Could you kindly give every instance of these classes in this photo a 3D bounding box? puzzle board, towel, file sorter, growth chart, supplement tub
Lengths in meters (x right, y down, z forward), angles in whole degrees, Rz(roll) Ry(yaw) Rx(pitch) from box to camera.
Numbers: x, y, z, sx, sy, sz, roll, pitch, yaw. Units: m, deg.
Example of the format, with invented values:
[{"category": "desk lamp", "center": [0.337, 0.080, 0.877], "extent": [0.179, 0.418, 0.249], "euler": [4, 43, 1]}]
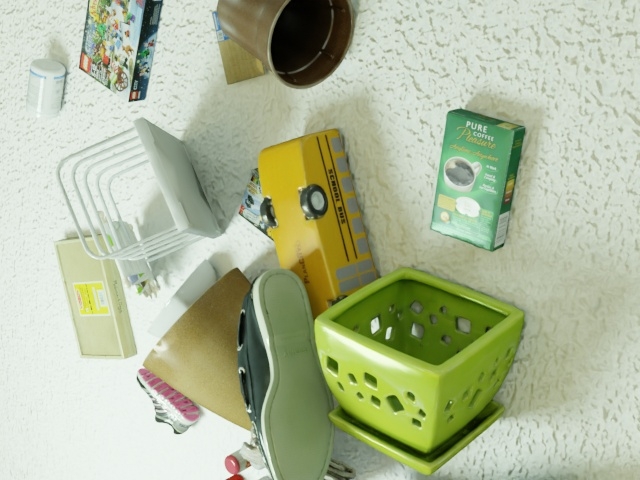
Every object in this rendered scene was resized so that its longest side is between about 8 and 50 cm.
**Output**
[{"category": "puzzle board", "center": [-0.138, -0.336, 1.695], "extent": [0.096, 0.011, 0.128], "euler": [-6, 98, 44]}, {"category": "towel", "center": [-0.040, 0.373, 1.656], "extent": [0.187, 0.049, 0.282], "euler": [24, 164, 4]}, {"category": "file sorter", "center": [-0.307, -0.070, 1.718], "extent": [0.173, 0.278, 0.193], "euler": [-23, 86, 4]}, {"category": "growth chart", "center": [-0.359, 0.033, 1.895], "extent": [0.021, 0.237, 0.172], "euler": [-21, 85, 1]}, {"category": "supplement tub", "center": [-0.564, -0.311, 2.048], "extent": [0.071, 0.071, 0.107], "euler": [35, 123, 29]}]

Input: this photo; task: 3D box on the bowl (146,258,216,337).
[{"category": "bowl", "center": [-0.249, 0.116, 1.859], "extent": [0.053, 0.142, 0.142], "euler": [38, 131, -3]}]

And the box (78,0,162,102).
[{"category": "box", "center": [-0.374, -0.397, 1.867], "extent": [0.159, 0.044, 0.233], "euler": [34, 123, 30]}]

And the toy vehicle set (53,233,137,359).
[{"category": "toy vehicle set", "center": [-0.481, 0.122, 2.131], "extent": [0.166, 0.035, 0.267], "euler": [-4, 100, 43]}]

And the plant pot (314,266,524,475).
[{"category": "plant pot", "center": [0.143, 0.195, 1.465], "extent": [0.227, 0.228, 0.207], "euler": [21, 123, 36]}]

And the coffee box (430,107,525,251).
[{"category": "coffee box", "center": [0.222, -0.087, 1.424], "extent": [0.113, 0.040, 0.184], "euler": [21, 117, 36]}]

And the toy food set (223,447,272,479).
[{"category": "toy food set", "center": [-0.159, 0.494, 1.906], "extent": [0.111, 0.104, 0.232], "euler": [28, 120, 33]}]

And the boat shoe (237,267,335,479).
[{"category": "boat shoe", "center": [-0.068, 0.219, 1.522], "extent": [0.113, 0.127, 0.340], "euler": [-25, 74, 54]}]

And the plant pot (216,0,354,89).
[{"category": "plant pot", "center": [-0.064, -0.339, 1.533], "extent": [0.165, 0.167, 0.167], "euler": [35, 124, 38]}]

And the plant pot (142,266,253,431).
[{"category": "plant pot", "center": [-0.137, 0.218, 1.743], "extent": [0.254, 0.237, 0.237], "euler": [44, 130, 2]}]

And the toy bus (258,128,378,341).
[{"category": "toy bus", "center": [0.000, 0.000, 1.591], "extent": [0.108, 0.130, 0.333], "euler": [-12, 95, 43]}]

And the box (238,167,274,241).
[{"category": "box", "center": [-0.077, -0.051, 1.716], "extent": [0.137, 0.027, 0.094], "euler": [38, 124, 28]}]

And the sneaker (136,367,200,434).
[{"category": "sneaker", "center": [-0.320, 0.330, 2.030], "extent": [0.170, 0.063, 0.075], "euler": [39, 120, 21]}]
